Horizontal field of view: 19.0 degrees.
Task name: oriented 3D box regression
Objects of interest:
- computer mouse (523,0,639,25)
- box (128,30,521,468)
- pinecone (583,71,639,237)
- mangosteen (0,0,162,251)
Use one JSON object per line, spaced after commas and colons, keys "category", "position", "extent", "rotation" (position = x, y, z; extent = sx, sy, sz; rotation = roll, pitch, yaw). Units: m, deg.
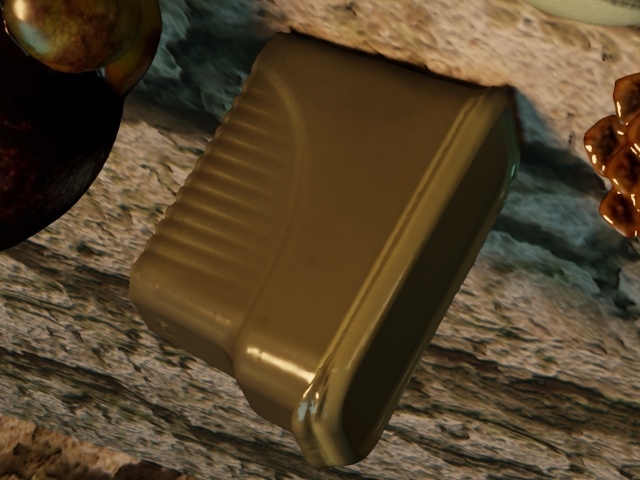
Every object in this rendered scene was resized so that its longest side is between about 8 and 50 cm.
{"category": "computer mouse", "position": [0.096, -0.170, 0.976], "extent": [0.229, 0.068, 0.113], "rotation": [31, -167, -26]}
{"category": "box", "position": [0.000, 0.000, 1.293], "extent": [0.178, 0.274, 0.138], "rotation": [23, 159, 21]}
{"category": "pinecone", "position": [0.258, -0.032, 1.052], "extent": [0.186, 0.168, 0.212], "rotation": [9, 155, 30]}
{"category": "mangosteen", "position": [-0.259, -0.135, 1.219], "extent": [0.297, 0.297, 0.313], "rotation": [25, 149, -3]}
